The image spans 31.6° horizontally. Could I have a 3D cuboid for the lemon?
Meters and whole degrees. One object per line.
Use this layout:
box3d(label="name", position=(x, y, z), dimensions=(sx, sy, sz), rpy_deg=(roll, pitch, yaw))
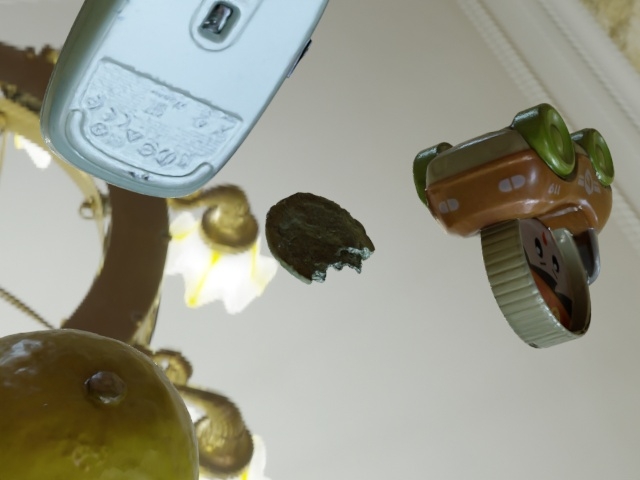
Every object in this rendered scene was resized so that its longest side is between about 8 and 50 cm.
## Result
box3d(label="lemon", position=(-0.288, 0.255, 1.198), dimensions=(0.348, 0.348, 0.348), rpy_deg=(8, -129, -10))

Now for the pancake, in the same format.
box3d(label="pancake", position=(-0.003, -0.005, 1.230), dimensions=(0.130, 0.022, 0.116), rpy_deg=(-10, -124, -37))

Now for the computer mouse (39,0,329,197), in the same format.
box3d(label="computer mouse", position=(-0.095, -0.167, 0.846), dimensions=(0.160, 0.288, 0.097), rpy_deg=(20, -151, -32))

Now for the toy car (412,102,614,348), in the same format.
box3d(label="toy car", position=(0.209, -0.001, 1.115), dimensions=(0.235, 0.145, 0.235), rpy_deg=(33, -133, -45))
